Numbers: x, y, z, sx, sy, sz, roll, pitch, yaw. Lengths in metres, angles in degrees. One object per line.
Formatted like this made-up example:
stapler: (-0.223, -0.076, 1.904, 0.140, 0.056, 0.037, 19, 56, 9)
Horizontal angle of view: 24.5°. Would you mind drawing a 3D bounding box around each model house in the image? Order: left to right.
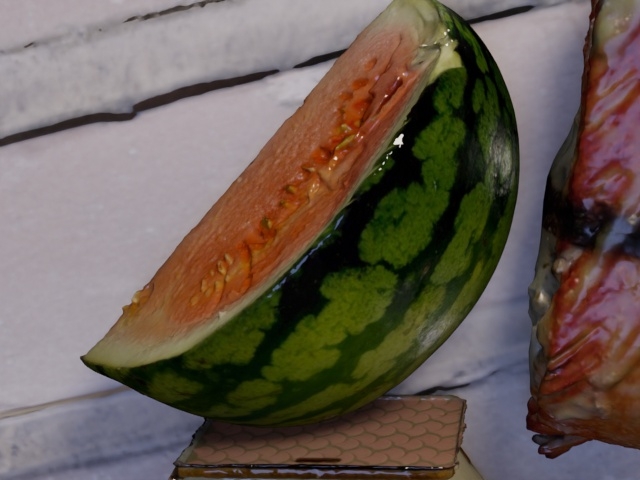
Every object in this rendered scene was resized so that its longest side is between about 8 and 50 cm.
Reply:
model house: (0.006, 0.204, 0.882, 0.326, 0.169, 0.244, -34, 94, 17)

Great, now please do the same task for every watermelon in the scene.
watermelon: (0.001, 0.004, 0.814, 0.159, 0.128, 0.303, 43, 95, 11)

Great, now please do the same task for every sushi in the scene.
sushi: (0.186, -0.014, 0.821, 0.124, 0.130, 0.332, 10, 101, 12)
